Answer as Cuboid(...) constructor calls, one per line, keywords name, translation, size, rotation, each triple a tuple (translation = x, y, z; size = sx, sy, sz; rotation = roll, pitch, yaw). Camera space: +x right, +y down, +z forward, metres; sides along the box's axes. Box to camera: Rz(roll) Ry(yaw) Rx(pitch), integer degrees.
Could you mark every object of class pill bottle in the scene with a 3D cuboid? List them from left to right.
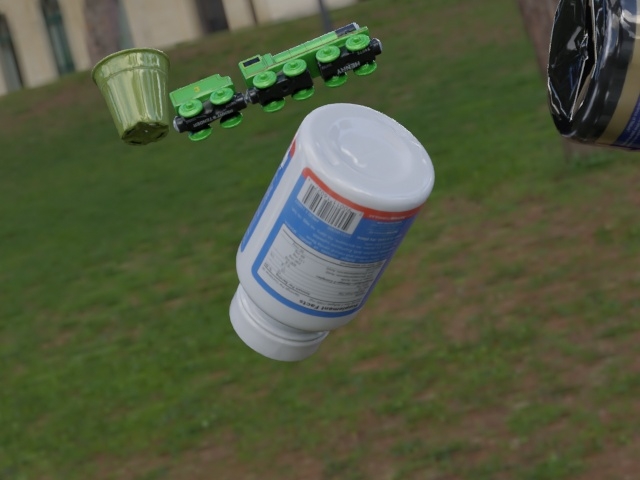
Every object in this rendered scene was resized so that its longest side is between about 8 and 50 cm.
Cuboid(name="pill bottle", translation=(0.000, 0.000, 1.341), size=(0.124, 0.124, 0.221), rotation=(-18, -31, -42))
Cuboid(name="pill bottle", translation=(0.266, -0.109, 0.994), size=(0.219, 0.122, 0.123), rotation=(7, 1, -9))

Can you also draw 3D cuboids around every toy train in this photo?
Cuboid(name="toy train", translation=(-0.017, -0.061, 0.582), size=(0.083, 0.017, 0.023), rotation=(-22, 41, -4))

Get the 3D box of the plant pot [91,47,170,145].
Cuboid(name="plant pot", translation=(-0.187, -0.143, 1.591), size=(0.083, 0.079, 0.083), rotation=(-13, -23, -6))
